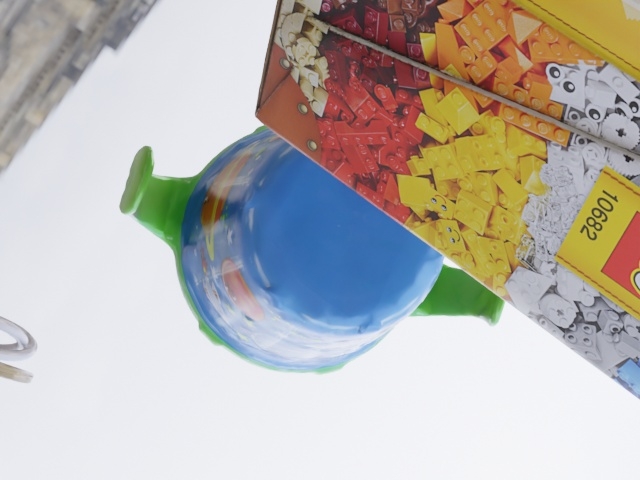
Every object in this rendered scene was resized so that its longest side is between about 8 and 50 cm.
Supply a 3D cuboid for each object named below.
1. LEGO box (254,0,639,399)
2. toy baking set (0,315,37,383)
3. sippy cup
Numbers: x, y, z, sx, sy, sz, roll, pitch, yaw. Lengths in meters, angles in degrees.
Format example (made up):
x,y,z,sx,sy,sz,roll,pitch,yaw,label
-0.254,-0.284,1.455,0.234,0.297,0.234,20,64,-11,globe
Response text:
x,y,z,sx,sy,sz,roll,pitch,yaw,label
0.263,-0.163,0.817,0.500,0.372,0.193,-40,159,-36,LEGO box
-0.247,0.015,0.590,0.256,0.196,0.030,11,-99,50,toy baking set
0.000,0.000,1.031,0.305,0.240,0.224,-19,180,-13,sippy cup
